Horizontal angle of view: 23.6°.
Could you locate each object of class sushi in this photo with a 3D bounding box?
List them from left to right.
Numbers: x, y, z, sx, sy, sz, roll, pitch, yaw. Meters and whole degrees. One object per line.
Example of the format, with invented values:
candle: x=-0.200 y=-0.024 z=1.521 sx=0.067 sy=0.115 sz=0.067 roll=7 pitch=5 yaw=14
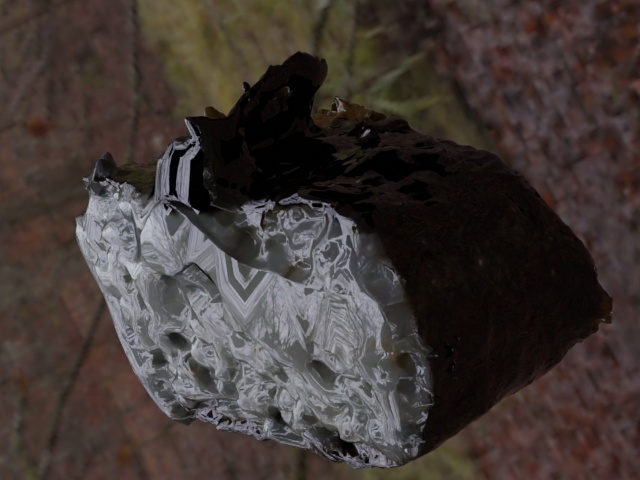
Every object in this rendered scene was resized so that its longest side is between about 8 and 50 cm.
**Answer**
sushi: x=0.000 y=0.000 z=0.946 sx=0.348 sy=0.207 sz=0.234 roll=13 pitch=125 yaw=49
